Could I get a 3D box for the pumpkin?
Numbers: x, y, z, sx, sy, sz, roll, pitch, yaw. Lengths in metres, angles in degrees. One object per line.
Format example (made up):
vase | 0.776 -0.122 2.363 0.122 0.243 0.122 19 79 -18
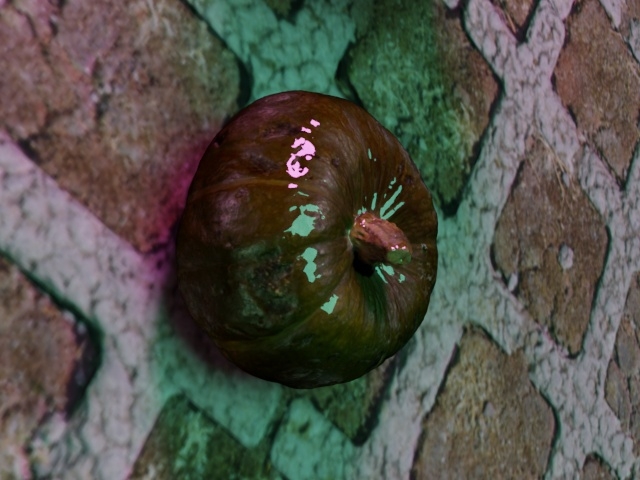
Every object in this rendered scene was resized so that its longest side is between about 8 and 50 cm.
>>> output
pumpkin | 0.000 0.000 0.726 0.219 0.162 0.219 4 84 -47
